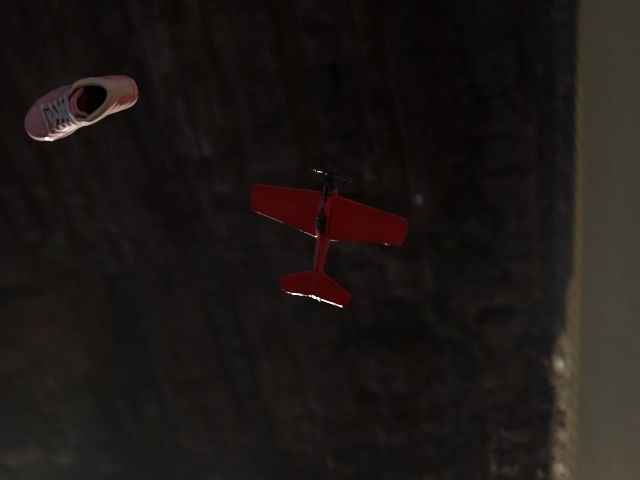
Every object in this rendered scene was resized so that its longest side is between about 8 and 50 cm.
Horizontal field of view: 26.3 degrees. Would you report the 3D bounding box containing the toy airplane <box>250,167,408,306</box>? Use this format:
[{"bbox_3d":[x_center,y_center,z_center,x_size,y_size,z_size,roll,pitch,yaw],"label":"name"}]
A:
[{"bbox_3d":[0.000,0.000,1.247,0.028,0.151,0.151,-60,-38,-54],"label":"toy airplane"}]

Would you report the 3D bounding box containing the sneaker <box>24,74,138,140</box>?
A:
[{"bbox_3d":[-0.262,-0.139,1.429,0.070,0.134,0.051,-31,-77,-72],"label":"sneaker"}]
